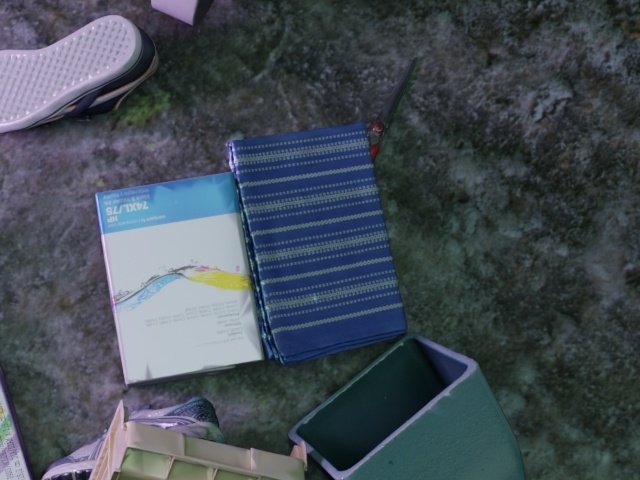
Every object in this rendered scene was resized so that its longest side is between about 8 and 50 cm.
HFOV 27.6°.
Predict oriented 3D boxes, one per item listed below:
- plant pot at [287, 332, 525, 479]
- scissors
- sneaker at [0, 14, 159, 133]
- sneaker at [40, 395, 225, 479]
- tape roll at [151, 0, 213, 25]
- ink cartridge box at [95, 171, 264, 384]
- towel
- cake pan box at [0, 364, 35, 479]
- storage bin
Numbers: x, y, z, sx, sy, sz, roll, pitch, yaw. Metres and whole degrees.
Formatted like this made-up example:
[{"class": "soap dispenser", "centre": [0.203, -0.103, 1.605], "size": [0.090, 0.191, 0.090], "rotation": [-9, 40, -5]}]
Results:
[{"class": "plant pot", "centre": [0.148, 0.321, 1.870], "size": [0.248, 0.247, 0.252], "rotation": [-38, 107, -10]}, {"class": "scissors", "centre": [0.088, -0.152, 2.027], "size": [0.109, 0.021, 0.297], "rotation": [42, 77, 7]}, {"class": "sneaker", "centre": [-0.387, -0.229, 1.931], "size": [0.321, 0.127, 0.126], "rotation": [-16, 78, 16]}, {"class": "sneaker", "centre": [-0.270, 0.308, 1.889], "size": [0.283, 0.122, 0.110], "rotation": [-17, 128, 7]}, {"class": "tape roll", "centre": [-0.131, -0.496, 1.856], "size": [0.072, 0.392, 0.392], "rotation": [25, 80, -3]}, {"class": "ink cartridge box", "centre": [-0.203, 0.062, 1.870], "size": [0.197, 0.198, 0.270], "rotation": [-9, 83, -9]}, {"class": "towel", "centre": [0.000, 0.000, 1.923], "size": [0.243, 0.040, 0.336], "rotation": [-10, 87, -30]}, {"class": "cake pan box", "centre": [-0.562, 0.269, 1.864], "size": [0.246, 0.070, 0.266], "rotation": [-17, 85, -7]}, {"class": "storage bin", "centre": [-0.180, 0.361, 1.781], "size": [0.262, 0.123, 0.260], "rotation": [15, 123, -14]}]
